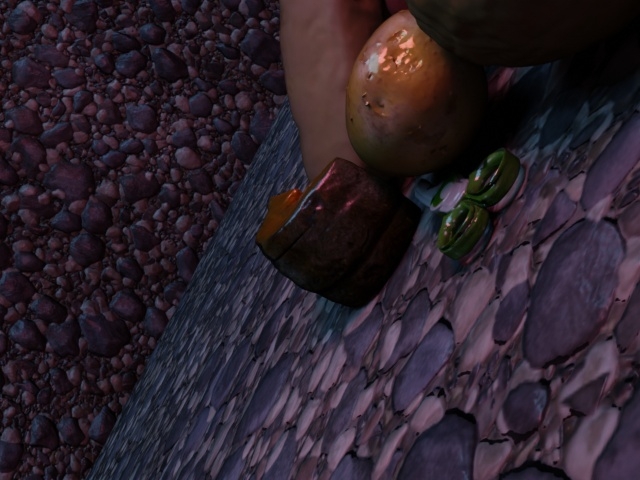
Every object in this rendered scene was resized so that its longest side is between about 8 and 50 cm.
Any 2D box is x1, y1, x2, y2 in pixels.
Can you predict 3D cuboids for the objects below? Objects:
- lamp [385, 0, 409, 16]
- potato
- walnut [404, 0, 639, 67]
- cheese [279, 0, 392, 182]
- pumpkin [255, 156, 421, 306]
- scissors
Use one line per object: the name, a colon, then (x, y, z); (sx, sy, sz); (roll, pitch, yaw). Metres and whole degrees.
lamp: (0.152, -0.288, 0.926); (0.140, 0.182, 0.182); (70, -140, -58)
potato: (0.092, -0.135, 0.838); (0.150, 0.146, 0.234); (-33, -5, 7)
walnut: (0.156, -0.275, 0.638); (0.252, 0.277, 0.313); (-32, -2, -17)
cheese: (0.076, -0.207, 1.087); (0.351, 0.129, 0.328); (-7, -82, -58)
pumpkin: (-0.003, 0.004, 0.971); (0.126, 0.131, 0.248); (-64, 10, -17)
scissors: (0.121, -0.039, 0.785); (0.101, 0.027, 0.204); (-57, 10, 1)
